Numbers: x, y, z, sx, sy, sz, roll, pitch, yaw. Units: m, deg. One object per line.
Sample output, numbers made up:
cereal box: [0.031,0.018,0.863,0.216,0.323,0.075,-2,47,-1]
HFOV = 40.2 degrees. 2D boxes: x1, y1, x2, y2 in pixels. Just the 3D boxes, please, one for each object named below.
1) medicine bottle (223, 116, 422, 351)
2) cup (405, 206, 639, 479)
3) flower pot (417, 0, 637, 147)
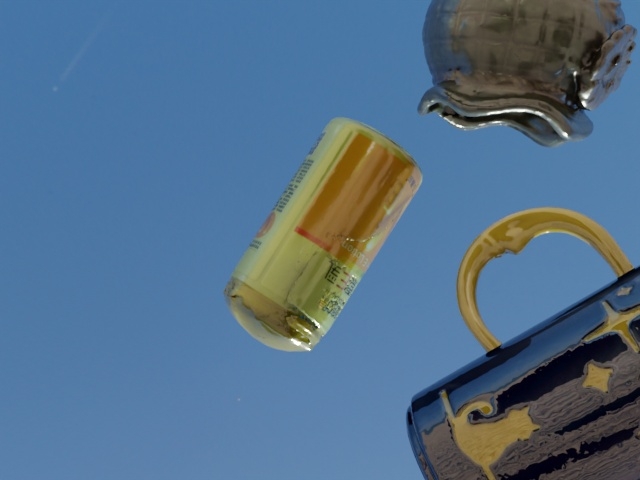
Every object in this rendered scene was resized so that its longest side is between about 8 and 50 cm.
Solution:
medicine bottle: [0.000,0.000,0.893,0.124,0.124,0.239,31,-97,1]
cup: [0.207,0.120,0.748,0.256,0.255,0.178,-30,-56,11]
flower pot: [0.294,-0.256,1.256,0.302,0.302,0.213,12,-85,-3]
